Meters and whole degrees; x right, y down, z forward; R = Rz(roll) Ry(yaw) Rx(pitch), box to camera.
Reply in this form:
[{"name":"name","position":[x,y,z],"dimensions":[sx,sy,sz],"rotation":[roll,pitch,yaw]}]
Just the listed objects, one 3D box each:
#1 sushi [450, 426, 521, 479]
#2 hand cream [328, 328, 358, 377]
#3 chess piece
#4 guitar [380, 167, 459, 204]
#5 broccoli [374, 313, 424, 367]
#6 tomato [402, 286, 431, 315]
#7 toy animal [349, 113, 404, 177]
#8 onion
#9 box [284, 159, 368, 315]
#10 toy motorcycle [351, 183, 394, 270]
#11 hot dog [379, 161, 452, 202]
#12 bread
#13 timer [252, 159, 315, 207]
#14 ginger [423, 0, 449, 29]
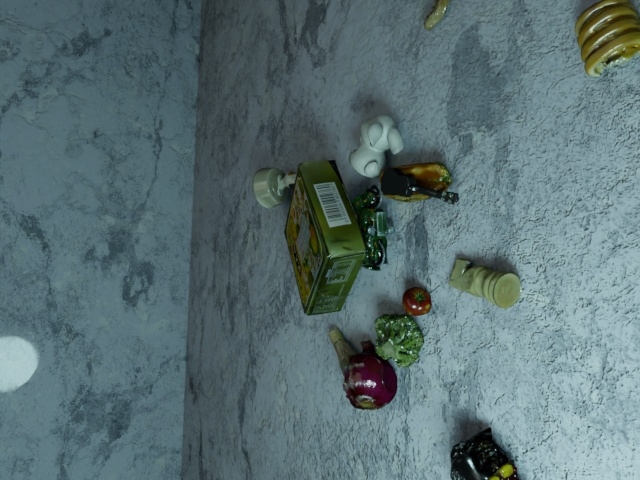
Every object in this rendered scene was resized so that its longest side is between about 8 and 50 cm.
[{"name":"sushi","position":[0.393,0.566,1.087],"dimensions":[0.150,0.153,0.172],"rotation":[31,119,48]},{"name":"hand cream","position":[0.079,0.379,1.613],"dimensions":[0.203,0.084,0.083],"rotation":[54,127,50]},{"name":"chess piece","position":[0.405,0.104,1.206],"dimensions":[0.200,0.090,0.089],"rotation":[-158,77,-65]},{"name":"guitar","position":[0.274,-0.145,1.338],"dimensions":[0.271,0.038,0.083],"rotation":[27,115,49]},{"name":"broccoli","position":[0.227,0.291,1.374],"dimensions":[0.146,0.138,0.161],"rotation":[-6,103,33]},{"name":"tomato","position":[0.276,0.178,1.363],"dimensions":[0.075,0.087,0.087],"rotation":[104,154,-59]},{"name":"toy animal","position":[0.175,-0.297,1.508],"dimensions":[0.178,0.128,0.193],"rotation":[-83,18,-47]},{"name":"onion","position":[0.158,0.399,1.438],"dimensions":[0.140,0.195,0.218],"rotation":[-13,43,28]},{"name":"box","position":[0.000,0.000,1.605],"dimensions":[0.420,0.139,0.372],"rotation":[109,148,-54]},{"name":"toy motorcycle","position":[0.153,-0.037,1.526],"dimensions":[0.187,0.125,0.274],"rotation":[168,100,-65]},{"name":"hot dog","position":[0.279,-0.173,1.415],"dimensions":[0.269,0.072,0.114],"rotation":[7,91,53]},{"name":"bread","position":[0.606,-0.430,0.995],"dimensions":[0.119,0.084,0.177],"rotation":[-31,57,48]},{"name":"timer","position":[-0.129,-0.240,1.961],"dimensions":[0.266,0.175,0.175],"rotation":[-9,77,35]},{"name":"ginger","position":[0.358,-0.720,1.408],"dimensions":[0.069,0.051,0.173],"rotation":[46,120,51]}]
